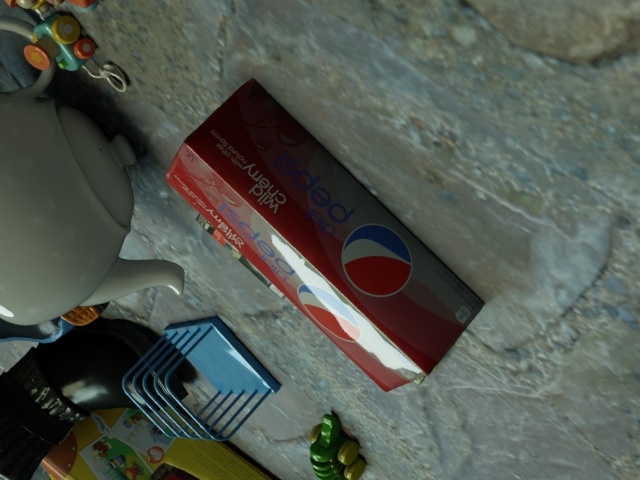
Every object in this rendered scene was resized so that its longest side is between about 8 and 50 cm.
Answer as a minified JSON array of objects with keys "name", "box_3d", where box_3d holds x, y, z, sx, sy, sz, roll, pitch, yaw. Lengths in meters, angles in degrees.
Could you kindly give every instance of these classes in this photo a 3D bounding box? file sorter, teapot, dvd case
[{"name":"file sorter","box_3d":[-0.153,0.176,1.426,0.118,0.104,0.170,49,154,-13]},{"name":"teapot","box_3d":[-0.274,-0.056,1.154,0.252,0.187,0.256,62,-178,23]},{"name":"dvd case","box_3d":[-0.067,0.003,1.130,0.119,0.013,0.087,43,156,2]}]

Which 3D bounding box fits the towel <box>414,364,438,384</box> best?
[{"name":"towel","box_3d":[0.045,0.072,1.055,0.148,0.027,0.110,39,156,6]}]

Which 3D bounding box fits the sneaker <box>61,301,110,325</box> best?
[{"name":"sneaker","box_3d":[-0.353,-0.013,1.454,0.121,0.099,0.262,15,137,58]}]

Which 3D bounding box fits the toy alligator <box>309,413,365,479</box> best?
[{"name":"toy alligator","box_3d":[0.018,0.275,1.389,0.056,0.051,0.189,27,151,33]}]

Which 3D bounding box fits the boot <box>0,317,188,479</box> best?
[{"name":"boot","box_3d":[-0.360,0.239,1.644,0.348,0.260,0.131,7,137,53]}]

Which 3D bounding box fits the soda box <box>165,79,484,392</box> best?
[{"name":"soda box","box_3d":[0.000,0.000,0.941,0.263,0.083,0.092,43,156,-2]}]

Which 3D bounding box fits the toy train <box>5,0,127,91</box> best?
[{"name":"toy train","box_3d":[-0.229,-0.191,1.019,0.125,0.046,0.166,32,153,24]}]

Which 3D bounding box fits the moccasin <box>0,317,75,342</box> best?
[{"name":"moccasin","box_3d":[-0.467,0.076,1.739,0.342,0.137,0.116,-8,121,43]}]

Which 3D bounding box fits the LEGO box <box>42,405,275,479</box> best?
[{"name":"LEGO box","box_3d":[-0.160,0.478,1.811,0.500,0.193,0.372,32,154,22]}]
